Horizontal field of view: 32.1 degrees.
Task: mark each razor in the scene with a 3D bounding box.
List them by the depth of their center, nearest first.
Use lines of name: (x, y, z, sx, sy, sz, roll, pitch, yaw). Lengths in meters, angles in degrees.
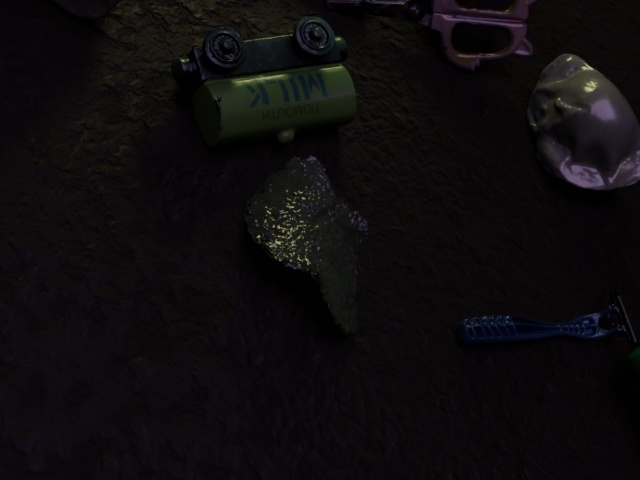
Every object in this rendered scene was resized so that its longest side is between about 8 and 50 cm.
razor: (0.292, 0.114, 1.445, 0.253, 0.042, 0.082, -2, 60, -23)

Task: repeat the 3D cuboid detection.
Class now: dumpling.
dumpling: (0.378, -0.163, 1.624, 0.151, 0.124, 0.229, -28, 65, 2)

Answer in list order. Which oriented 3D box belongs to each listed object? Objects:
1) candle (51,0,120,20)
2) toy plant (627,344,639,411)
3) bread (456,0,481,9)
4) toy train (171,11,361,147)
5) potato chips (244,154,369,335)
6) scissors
candle: (-0.332, -0.371, 1.398, 0.168, 0.192, 0.068, 5, 45, 32)
toy plant: (0.457, 0.179, 1.439, 0.143, 0.105, 0.200, 50, 52, -17)
bread: (0.228, -0.519, 1.769, 0.185, 0.109, 0.380, 30, 54, -6)
toy train: (-0.065, -0.199, 1.447, 0.253, 0.105, 0.157, -13, 81, -31)
potato chips: (-0.004, 0.006, 1.366, 0.228, 0.059, 0.167, 50, 44, 10)
scissors: (0.164, -0.334, 1.635, 0.317, 0.024, 0.160, 4, 102, -6)
